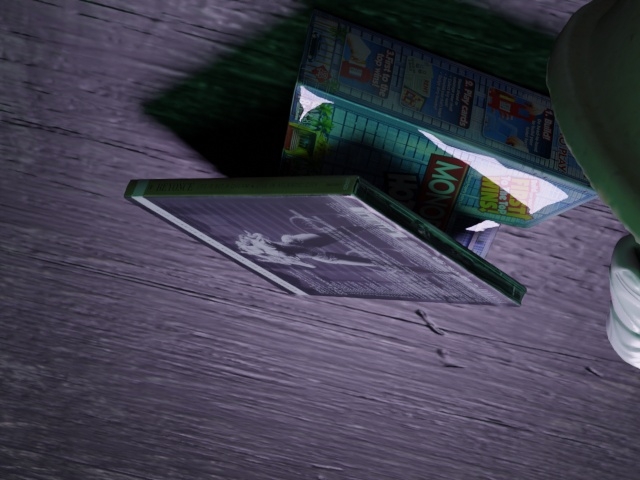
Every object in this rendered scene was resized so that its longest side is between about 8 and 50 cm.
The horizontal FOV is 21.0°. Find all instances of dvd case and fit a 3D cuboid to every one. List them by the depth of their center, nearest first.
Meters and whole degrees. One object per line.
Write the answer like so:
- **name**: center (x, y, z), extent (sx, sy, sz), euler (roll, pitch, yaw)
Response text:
- **dvd case**: center (0.000, 0.000, 1.107), extent (0.221, 0.018, 0.164), euler (0, 156, 48)

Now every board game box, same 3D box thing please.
- **board game box**: center (0.073, -0.044, 1.074), extent (0.194, 0.060, 0.194), euler (12, 148, -1)

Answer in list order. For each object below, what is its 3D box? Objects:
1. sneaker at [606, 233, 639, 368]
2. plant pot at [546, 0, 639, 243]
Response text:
- **sneaker**: center (0.294, 0.035, 1.111), extent (0.232, 0.090, 0.115), euler (-2, 143, 18)
- **plant pot**: center (0.303, -0.114, 0.639), extent (0.334, 0.334, 0.305), euler (19, 123, -14)
